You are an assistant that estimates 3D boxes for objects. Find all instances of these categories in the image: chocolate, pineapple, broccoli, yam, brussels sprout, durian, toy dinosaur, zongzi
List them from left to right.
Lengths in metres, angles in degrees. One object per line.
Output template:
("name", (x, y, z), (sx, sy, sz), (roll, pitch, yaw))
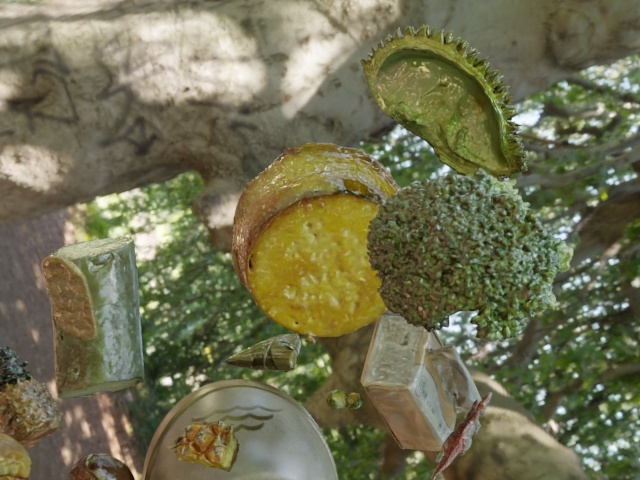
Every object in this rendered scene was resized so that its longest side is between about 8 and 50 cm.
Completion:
("pineapple", (-0.757, 0.373, 1.842), (0.279, 0.157, 0.158), (57, -13, 15))
("yam", (-0.417, 0.137, 1.390), (0.168, 0.168, 0.304), (131, -47, -79))
("chocolate", (-0.427, 0.478, 1.452), (0.127, 0.124, 0.133), (-88, 175, -60))
("pineapple", (-0.183, 0.343, 1.240), (0.137, 0.069, 0.116), (-12, -39, 44))
("zongzi", (-0.140, 0.283, 1.891), (0.160, 0.176, 0.079), (-44, 129, -83))
("brussels sprout", (0.059, 0.375, 1.742), (0.051, 0.083, 0.046), (38, 59, -75))
("durian", (0.230, -0.259, 1.359), (0.394, 0.198, 0.163), (48, 11, 18))
("toy dinosaur", (0.306, 0.461, 1.681), (0.053, 0.242, 0.167), (36, -26, 19))
("broccoli", (0.215, 0.016, 1.085), (0.288, 0.259, 0.235), (57, -39, 34))

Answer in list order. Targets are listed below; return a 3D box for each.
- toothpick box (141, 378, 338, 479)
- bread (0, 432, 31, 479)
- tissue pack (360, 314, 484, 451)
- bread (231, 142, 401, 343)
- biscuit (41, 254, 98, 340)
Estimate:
("toothpick box", (-0.175, 0.510, 1.593), (0.425, 0.408, 0.409), (-128, -160, -69))
("bread", (-0.743, 0.430, 1.504), (0.344, 0.149, 0.195), (13, -9, 35))
("tissue pack", (0.262, 0.348, 1.808), (0.305, 0.238, 0.238), (61, -1, -40))
("bread", (0.000, 0.000, 1.539), (0.215, 0.398, 0.398), (-110, -176, -64))
("biscuit", (-0.325, 0.078, 0.971), (0.018, 0.071, 0.147), (-56, 157, -45))
